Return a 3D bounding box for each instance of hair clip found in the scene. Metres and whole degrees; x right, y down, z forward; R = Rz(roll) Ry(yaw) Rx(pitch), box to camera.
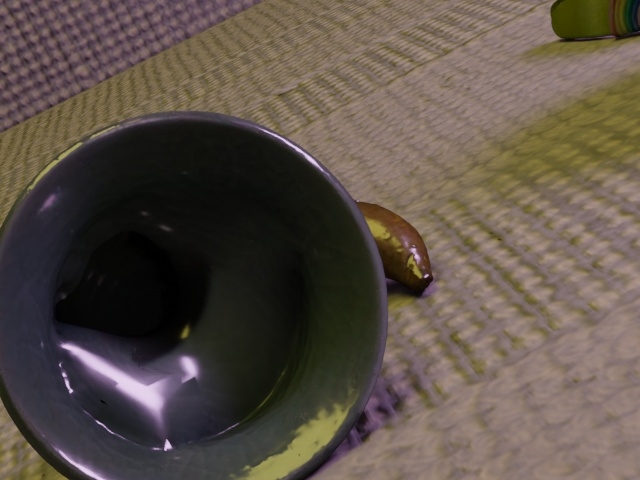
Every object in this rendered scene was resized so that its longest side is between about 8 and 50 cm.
[{"bbox_3d":[0.251,-0.200,1.130,0.033,0.060,0.188,-17,5,-33],"label":"hair clip"}]

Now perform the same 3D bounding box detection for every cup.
[{"bbox_3d":[-0.078,0.042,0.733,0.199,0.199,0.150,-31,0,-14],"label":"cup"}]

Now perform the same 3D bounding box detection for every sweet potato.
[{"bbox_3d":[-0.003,0.000,0.914,0.069,0.059,0.249,-11,7,-21],"label":"sweet potato"}]
